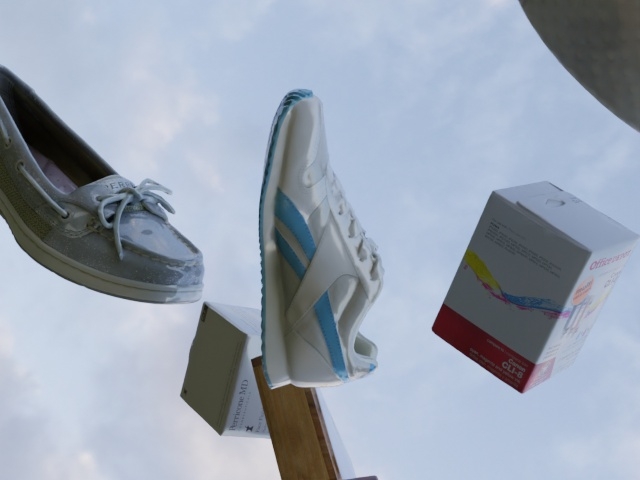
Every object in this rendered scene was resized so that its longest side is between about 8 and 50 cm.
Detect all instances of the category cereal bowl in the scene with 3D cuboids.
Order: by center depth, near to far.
[{"bbox_3d":[0.334,-0.218,0.827,0.339,0.339,0.141,57,-41,23],"label":"cereal bowl"}]

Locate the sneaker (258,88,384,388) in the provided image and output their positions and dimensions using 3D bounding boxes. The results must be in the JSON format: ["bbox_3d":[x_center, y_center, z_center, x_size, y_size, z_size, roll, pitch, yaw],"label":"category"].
[{"bbox_3d":[0.000,0.000,0.729,0.092,0.087,0.229,-1,-70,0],"label":"sneaker"}]

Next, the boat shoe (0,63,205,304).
[{"bbox_3d":[-0.222,-0.049,0.882,0.320,0.118,0.103,36,-69,29],"label":"boat shoe"}]

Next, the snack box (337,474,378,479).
[{"bbox_3d":[-0.039,0.228,0.773,0.022,0.178,0.064,-119,-155,-64],"label":"snack box"}]

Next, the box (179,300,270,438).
[{"bbox_3d":[-0.136,0.218,1.660,0.182,0.119,0.181,27,-76,56],"label":"box"}]

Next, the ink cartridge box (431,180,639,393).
[{"bbox_3d":[0.227,0.044,1.040,0.127,0.128,0.176,35,-61,30],"label":"ink cartridge box"}]

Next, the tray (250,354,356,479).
[{"bbox_3d":[0.005,0.331,1.383,0.076,0.411,0.203,-19,-125,1],"label":"tray"}]
